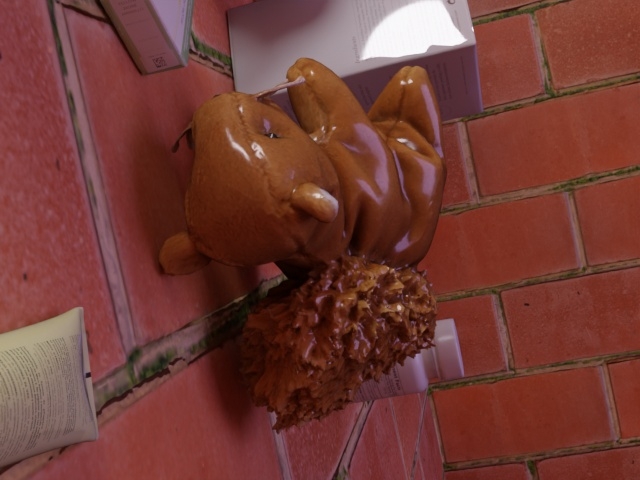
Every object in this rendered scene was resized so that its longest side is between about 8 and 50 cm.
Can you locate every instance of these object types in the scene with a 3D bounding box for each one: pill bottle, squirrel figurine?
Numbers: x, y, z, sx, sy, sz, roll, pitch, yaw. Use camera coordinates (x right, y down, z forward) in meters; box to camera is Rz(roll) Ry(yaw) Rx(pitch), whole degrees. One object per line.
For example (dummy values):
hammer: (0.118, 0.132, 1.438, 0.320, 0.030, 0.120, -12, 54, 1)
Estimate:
pill bottle: (0.126, 0.204, 1.291, 0.131, 0.229, 0.131, -11, 90, -79)
squirrel figurine: (0.000, 0.000, 0.817, 0.370, 0.280, 0.397, -16, 92, -72)

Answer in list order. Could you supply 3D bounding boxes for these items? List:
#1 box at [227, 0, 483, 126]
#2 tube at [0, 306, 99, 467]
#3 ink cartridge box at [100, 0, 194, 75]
box: (0.060, -0.274, 1.146, 0.215, 0.345, 0.168, 49, 31, -68)
tube: (-0.175, 0.088, 0.401, 0.070, 0.062, 0.240, -58, 173, 2)
ink cartridge box: (-0.190, -0.301, 0.707, 0.235, 0.056, 0.171, 67, 16, -51)
